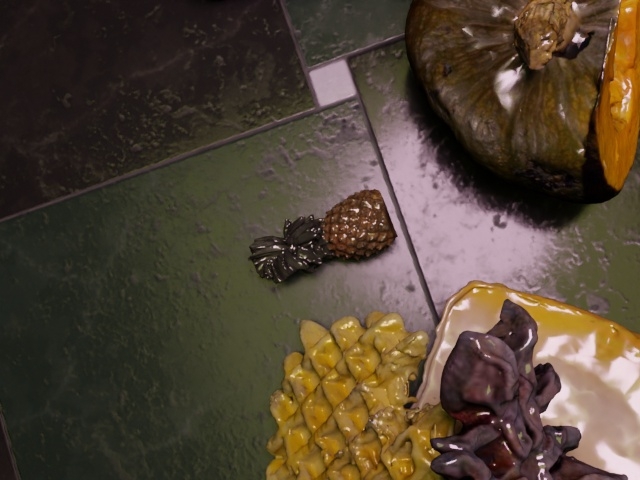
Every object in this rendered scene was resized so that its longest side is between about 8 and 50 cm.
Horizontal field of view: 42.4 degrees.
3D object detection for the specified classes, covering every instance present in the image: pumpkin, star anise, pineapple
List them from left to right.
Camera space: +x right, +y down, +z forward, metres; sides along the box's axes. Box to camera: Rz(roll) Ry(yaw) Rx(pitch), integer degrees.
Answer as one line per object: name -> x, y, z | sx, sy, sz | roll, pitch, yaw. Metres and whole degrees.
pineapple -> 0.000, 0.000, 0.887 | 0.159, 0.074, 0.074 | -20, 82, 9
star anise -> 0.157, 0.189, 0.682 | 0.129, 0.212, 0.282 | -7, 67, 39
pumpkin -> 0.189, -0.199, 0.793 | 0.232, 0.242, 0.324 | 4, 101, 27

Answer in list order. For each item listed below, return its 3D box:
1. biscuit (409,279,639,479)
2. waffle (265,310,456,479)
biscuit -> 0.243, 0.282, 0.791 | 0.446, 0.104, 0.429 | 15, 84, 19
waffle -> 0.031, 0.196, 0.804 | 0.250, 0.056, 0.261 | 2, 82, 51
